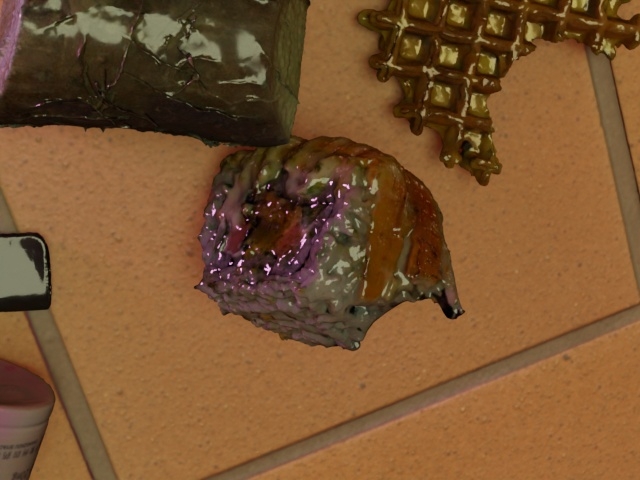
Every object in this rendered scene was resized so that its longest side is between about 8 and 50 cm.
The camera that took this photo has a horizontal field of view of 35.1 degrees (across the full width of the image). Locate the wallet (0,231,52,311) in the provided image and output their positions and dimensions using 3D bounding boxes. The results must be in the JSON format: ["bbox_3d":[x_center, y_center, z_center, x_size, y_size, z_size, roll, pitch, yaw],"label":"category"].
[{"bbox_3d":[-0.344,0.034,0.988,0.156,0.018,0.082,-2,101,-14],"label":"wallet"}]

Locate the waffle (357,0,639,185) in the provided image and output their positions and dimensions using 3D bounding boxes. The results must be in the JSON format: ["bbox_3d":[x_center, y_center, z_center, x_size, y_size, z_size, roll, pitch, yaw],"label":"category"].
[{"bbox_3d":[0.181,-0.230,1.056,0.293,0.069,0.260,-40,106,-2],"label":"waffle"}]

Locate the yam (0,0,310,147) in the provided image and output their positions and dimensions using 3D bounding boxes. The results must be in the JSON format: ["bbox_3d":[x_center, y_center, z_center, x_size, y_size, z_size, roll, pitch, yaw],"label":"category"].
[{"bbox_3d":[-0.151,-0.180,0.912,0.271,0.201,0.202,7,100,-22],"label":"yam"}]

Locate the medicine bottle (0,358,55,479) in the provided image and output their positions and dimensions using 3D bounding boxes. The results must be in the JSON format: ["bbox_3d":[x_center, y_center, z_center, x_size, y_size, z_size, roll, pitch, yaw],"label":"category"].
[{"bbox_3d":[-0.363,0.243,0.956,0.152,0.152,0.254,18,95,-18],"label":"medicine bottle"}]

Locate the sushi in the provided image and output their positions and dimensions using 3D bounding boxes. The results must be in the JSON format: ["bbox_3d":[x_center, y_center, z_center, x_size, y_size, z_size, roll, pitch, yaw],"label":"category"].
[{"bbox_3d":[0.000,0.000,0.951,0.139,0.274,0.184,32,72,-40],"label":"sushi"}]
